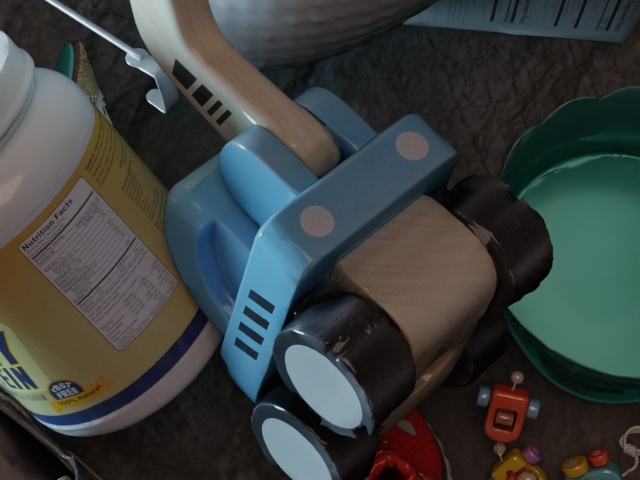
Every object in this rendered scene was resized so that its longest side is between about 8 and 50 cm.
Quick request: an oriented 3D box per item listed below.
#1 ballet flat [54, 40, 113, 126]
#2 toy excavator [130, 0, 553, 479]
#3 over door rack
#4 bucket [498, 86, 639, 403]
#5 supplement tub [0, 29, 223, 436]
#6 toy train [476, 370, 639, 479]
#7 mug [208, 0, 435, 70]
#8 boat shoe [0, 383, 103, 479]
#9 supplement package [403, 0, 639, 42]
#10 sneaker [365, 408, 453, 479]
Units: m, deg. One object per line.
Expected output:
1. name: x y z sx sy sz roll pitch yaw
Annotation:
1. ballet flat: -0.238 -0.089 1.636 0.067 0.073 0.206 15 80 -23
2. toy excavator: -0.043 -0.065 1.346 0.445 0.433 0.222 43 61 14
3. over door rack: -0.196 -0.317 1.630 0.324 0.108 0.239 37 67 8
4. bucket: 0.280 0.011 1.537 0.281 0.183 0.281 0 78 1
5. supplement tub: -0.246 -0.005 1.457 0.228 0.228 0.316 -45 122 -8
6. toy train: 0.213 0.196 1.538 0.166 0.046 0.125 17 115 2
7. mug: -0.041 -0.331 1.436 0.374 0.328 0.276 46 42 -14
8. boat shoe: -0.243 0.258 1.516 0.355 0.130 0.132 41 82 9
9. supplement package: 0.190 -0.284 1.628 0.244 0.134 0.139 5 78 2
10. sneaker: 0.066 0.216 1.481 0.107 0.118 0.279 -14 41 0
